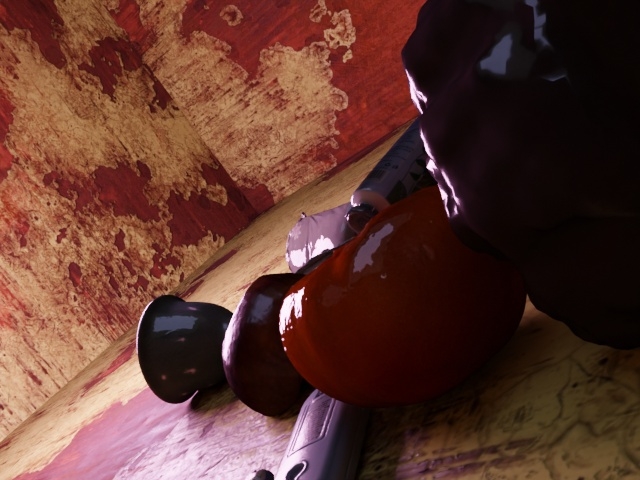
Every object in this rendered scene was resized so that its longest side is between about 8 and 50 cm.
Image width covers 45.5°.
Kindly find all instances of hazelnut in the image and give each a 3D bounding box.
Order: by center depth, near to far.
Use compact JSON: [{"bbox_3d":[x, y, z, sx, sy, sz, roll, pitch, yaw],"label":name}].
[{"bbox_3d":[-0.051,0.142,1.057,0.170,0.161,0.201,116,169,-84],"label":"hazelnut"}]

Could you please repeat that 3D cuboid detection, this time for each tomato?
[{"bbox_3d":[0.085,0.063,0.766,0.260,0.180,0.260,-32,-2,-1],"label":"tomato"}]

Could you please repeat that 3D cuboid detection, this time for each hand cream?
[{"bbox_3d":[0.105,-0.105,0.926,0.088,0.055,0.256,-28,23,51],"label":"hand cream"}]

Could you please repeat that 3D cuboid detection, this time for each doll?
[{"bbox_3d":[-0.082,0.280,0.785,0.037,0.027,0.125,-22,15,29],"label":"doll"}]

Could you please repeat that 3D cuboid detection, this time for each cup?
[{"bbox_3d":[-0.205,0.184,1.356,0.150,0.199,0.199,-11,20,25],"label":"cup"}]

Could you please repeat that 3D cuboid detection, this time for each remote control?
[{"bbox_3d":[0.000,0.211,0.774,0.087,0.047,0.244,-30,12,20],"label":"remote control"}]

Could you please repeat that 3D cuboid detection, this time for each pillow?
[{"bbox_3d":[0.000,0.000,1.551,0.255,0.059,0.169,-17,62,56],"label":"pillow"}]

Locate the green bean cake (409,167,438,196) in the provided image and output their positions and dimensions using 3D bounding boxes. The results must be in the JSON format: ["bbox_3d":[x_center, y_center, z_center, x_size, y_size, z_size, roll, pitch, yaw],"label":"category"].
[{"bbox_3d":[0.212,-0.076,1.001,0.185,0.183,0.094,-27,30,42],"label":"green bean cake"}]

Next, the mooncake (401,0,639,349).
[{"bbox_3d":[0.248,-0.109,0.650,0.381,0.350,0.212,-31,-6,-42],"label":"mooncake"}]

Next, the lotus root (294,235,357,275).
[{"bbox_3d":[0.015,0.096,1.248,0.329,0.078,0.167,-36,32,-8],"label":"lotus root"}]
